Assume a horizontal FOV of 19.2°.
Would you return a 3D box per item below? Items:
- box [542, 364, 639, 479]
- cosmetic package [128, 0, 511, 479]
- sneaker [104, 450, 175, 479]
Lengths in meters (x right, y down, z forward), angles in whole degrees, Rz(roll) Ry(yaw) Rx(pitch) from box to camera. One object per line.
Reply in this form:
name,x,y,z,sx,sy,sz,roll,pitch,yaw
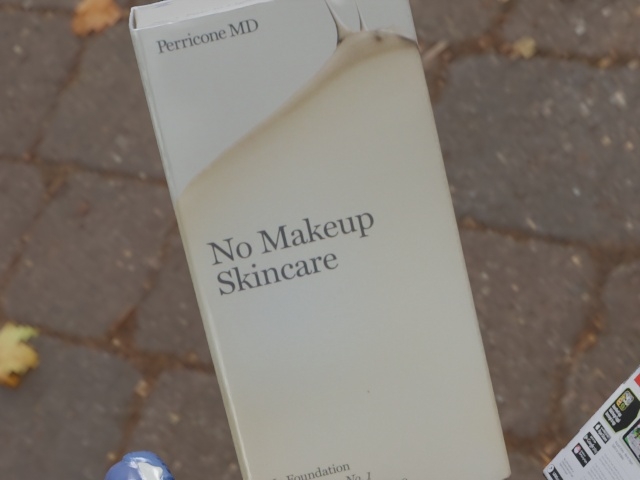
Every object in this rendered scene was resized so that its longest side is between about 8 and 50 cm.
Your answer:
box,0.211,0.155,1.087,0.114,0.036,0.207,-49,28,11
cosmetic package,0.000,0.000,1.110,0.160,0.309,0.113,-15,16,-1
sneaker,-0.137,0.280,1.302,0.131,0.112,0.296,-12,53,-3
